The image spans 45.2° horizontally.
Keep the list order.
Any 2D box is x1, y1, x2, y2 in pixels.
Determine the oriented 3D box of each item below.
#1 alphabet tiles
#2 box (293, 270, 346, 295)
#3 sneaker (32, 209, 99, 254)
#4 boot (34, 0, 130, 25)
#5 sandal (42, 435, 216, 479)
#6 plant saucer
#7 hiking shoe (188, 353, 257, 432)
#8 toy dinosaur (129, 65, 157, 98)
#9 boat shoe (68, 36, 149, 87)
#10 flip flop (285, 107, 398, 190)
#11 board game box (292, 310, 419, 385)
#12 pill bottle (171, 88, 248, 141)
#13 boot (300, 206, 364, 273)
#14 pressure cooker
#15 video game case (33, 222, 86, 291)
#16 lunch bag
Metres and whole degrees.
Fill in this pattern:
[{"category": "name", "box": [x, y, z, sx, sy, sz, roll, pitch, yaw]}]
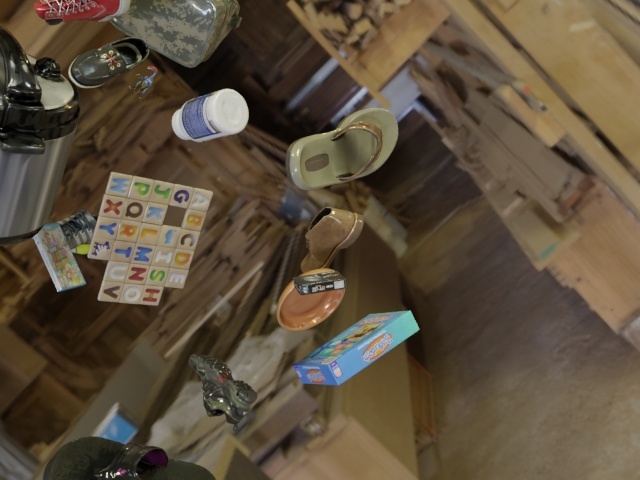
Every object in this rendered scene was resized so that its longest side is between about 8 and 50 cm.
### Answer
[{"category": "alphabet tiles", "box": [-0.314, 0.006, 1.380, 0.009, 0.198, 0.237, 34, 110, 49]}, {"category": "box", "box": [-0.002, 0.075, 1.365, 0.083, 0.018, 0.067, -8, 13, -10]}, {"category": "sneaker", "box": [-0.671, -0.029, 2.063, 0.121, 0.111, 0.300, -44, -2, 11]}, {"category": "boot", "box": [-0.534, -0.533, 1.711, 0.176, 0.088, 0.244, -16, 8, -31]}, {"category": "sandal", "box": [-0.312, 0.437, 1.408, 0.107, 0.167, 0.446, -33, -33, 18]}, {"category": "plant saucer", "box": [-0.029, 0.146, 1.958, 0.200, 0.200, 0.037, -44, 52, 6]}, {"category": "hiking shoe", "box": [-0.249, 0.348, 1.780, 0.227, 0.086, 0.114, 31, 95, 42]}, {"category": "toy dinosaur", "box": [-0.441, -0.402, 1.932, 0.082, 0.047, 0.090, -45, 11, -4]}, {"category": "boat shoe", "box": [-0.289, -0.247, 1.052, 0.042, 0.049, 0.133, -23, 13, 39]}, {"category": "flip flop", "box": [0.052, -0.155, 1.291, 0.080, 0.112, 0.277, -5, 14, 43]}, {"category": "board game box", "box": [0.069, 0.211, 1.514, 0.210, 0.047, 0.160, -30, 6, -27]}, {"category": "pill bottle", "box": [-0.169, -0.184, 1.150, 0.120, 0.067, 0.067, -4, 37, 46]}, {"category": "boot", "box": [0.000, 0.000, 2.115, 0.305, 0.115, 0.112, -49, 25, 49]}, {"category": "pressure cooker", "box": [-0.713, -0.245, 1.627, 0.375, 0.370, 0.420, -69, 5, -64]}, {"category": "video game case", "box": [-0.626, 0.038, 1.833, 0.015, 0.166, 0.119, -25, -1, 11]}, {"category": "lunch bag", "box": [-0.389, -0.641, 2.091, 0.212, 0.305, 0.256, -63, -1, 28]}]
